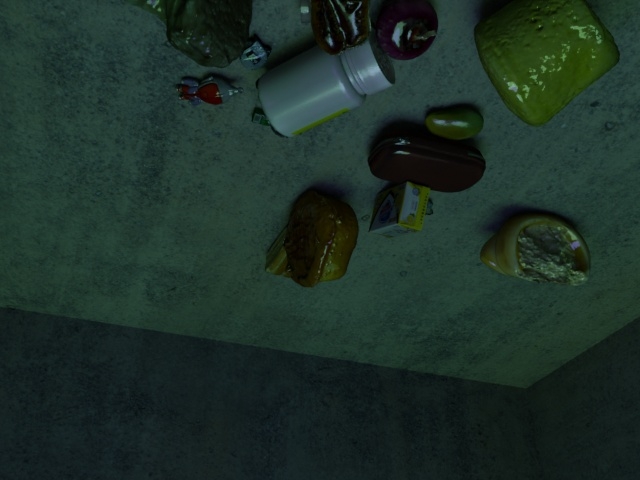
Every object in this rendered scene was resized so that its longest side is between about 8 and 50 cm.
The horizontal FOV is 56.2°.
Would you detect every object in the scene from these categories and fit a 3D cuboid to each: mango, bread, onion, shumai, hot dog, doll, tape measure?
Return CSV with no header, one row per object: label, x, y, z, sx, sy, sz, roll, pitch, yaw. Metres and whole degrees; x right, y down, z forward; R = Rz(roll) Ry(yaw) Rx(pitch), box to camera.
mango,0.447,-0.391,2.006,0.191,0.086,0.122,2,158,14
bread,0.878,0.072,2.419,0.423,0.329,0.245,7,143,-19
onion,0.240,-0.592,1.674,0.177,0.153,0.177,6,142,4
bread,0.606,-0.515,1.631,0.307,0.348,0.348,-34,132,30
shumai,-0.357,-0.612,1.591,0.288,0.292,0.330,10,-176,17
hot dog,0.050,-0.615,1.552,0.162,0.082,0.271,-6,125,4
bread,-0.001,0.002,2.310,0.204,0.337,0.358,7,117,-26
doll,-0.349,-0.470,1.893,0.227,0.075,0.102,-1,135,16
bread,-0.092,0.072,2.591,0.239,0.111,0.246,18,140,-21
tape measure,-0.197,-0.558,1.794,0.094,0.054,0.091,-37,132,27

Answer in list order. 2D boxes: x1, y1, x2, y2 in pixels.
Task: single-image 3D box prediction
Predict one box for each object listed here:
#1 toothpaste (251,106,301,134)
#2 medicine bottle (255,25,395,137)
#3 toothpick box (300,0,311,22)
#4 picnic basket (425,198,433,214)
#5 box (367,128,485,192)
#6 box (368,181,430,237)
toothpaste,-0.142,-0.402,2.020,0.178,0.037,0.043,12,138,-16
medicine bottle,0.013,-0.470,1.782,0.378,0.214,0.213,-20,139,25
toothpick box,0.020,-0.647,1.640,0.148,0.098,0.098,-1,143,1
picnic basket,0.410,-0.125,2.373,0.083,0.065,0.083,21,122,-33
box,0.370,-0.273,2.100,0.403,0.108,0.263,11,160,-15
box,0.289,-0.109,2.226,0.097,0.168,0.265,17,170,-17
